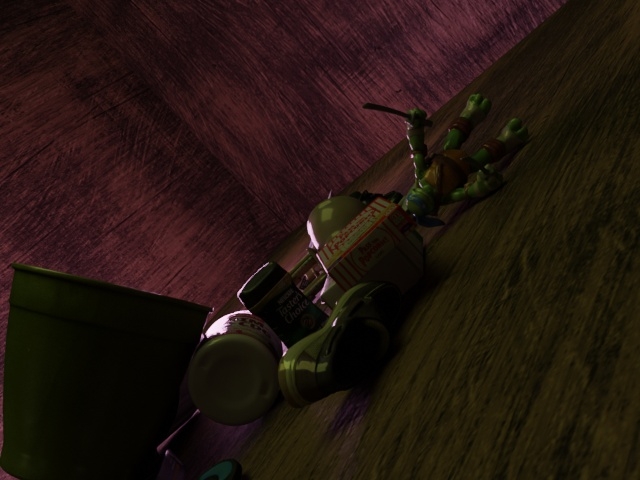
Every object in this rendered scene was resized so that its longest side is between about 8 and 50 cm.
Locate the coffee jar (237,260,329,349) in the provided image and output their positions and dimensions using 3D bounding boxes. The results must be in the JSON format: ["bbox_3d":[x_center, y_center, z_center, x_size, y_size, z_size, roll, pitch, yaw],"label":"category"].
[{"bbox_3d":[-0.053,0.127,1.356,0.096,0.184,0.079,-46,6,-19],"label":"coffee jar"}]

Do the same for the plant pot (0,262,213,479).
[{"bbox_3d":[-0.412,0.253,1.406,0.366,0.366,0.353,159,124,-76],"label":"plant pot"}]

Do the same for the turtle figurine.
[{"bbox_3d":[0.255,-0.175,1.400,0.197,0.275,0.266,16,47,43],"label":"turtle figurine"}]

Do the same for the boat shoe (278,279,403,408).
[{"bbox_3d":[0.053,0.134,1.057,0.092,0.103,0.285,-8,14,35],"label":"boat shoe"}]

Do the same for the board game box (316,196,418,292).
[{"bbox_3d":[0.068,0.002,1.225,0.147,0.045,0.193,-43,8,1],"label":"board game box"}]

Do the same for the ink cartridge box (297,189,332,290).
[{"bbox_3d":[0.000,0.000,2.098,0.208,0.045,0.206,-75,5,-53],"label":"ink cartridge box"}]

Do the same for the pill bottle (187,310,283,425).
[{"bbox_3d":[-0.150,0.223,1.451,0.160,0.160,0.283,-43,6,3],"label":"pill bottle"}]

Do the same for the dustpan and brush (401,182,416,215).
[{"bbox_3d":[0.246,-0.118,1.775,0.147,0.060,0.211,-47,11,16],"label":"dustpan and brush"}]

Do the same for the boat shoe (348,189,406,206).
[{"bbox_3d":[0.109,-0.076,2.075,0.127,0.113,0.340,-46,6,-23],"label":"boat shoe"}]

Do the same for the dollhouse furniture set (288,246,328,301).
[{"bbox_3d":[-0.036,0.124,1.928,0.182,0.101,0.161,-44,-19,8],"label":"dollhouse furniture set"}]

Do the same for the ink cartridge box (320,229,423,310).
[{"bbox_3d":[0.095,0.046,1.368,0.160,0.092,0.219,-42,6,15],"label":"ink cartridge box"}]

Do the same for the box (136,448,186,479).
[{"bbox_3d":[-0.344,0.492,1.380,0.231,0.056,0.183,-44,7,-2],"label":"box"}]

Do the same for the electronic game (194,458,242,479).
[{"bbox_3d":[-0.195,0.395,1.085,0.229,0.048,0.229,-43,6,6],"label":"electronic game"}]

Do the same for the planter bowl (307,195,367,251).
[{"bbox_3d":[0.054,-0.012,1.889,0.162,0.162,0.109,-42,32,21],"label":"planter bowl"}]

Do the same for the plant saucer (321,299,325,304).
[{"bbox_3d":[0.071,0.081,1.625,0.168,0.029,0.168,-44,5,5],"label":"plant saucer"}]

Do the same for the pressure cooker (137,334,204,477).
[{"bbox_3d":[-0.468,0.308,1.750,0.420,0.369,0.376,-18,-53,-83],"label":"pressure cooker"}]
